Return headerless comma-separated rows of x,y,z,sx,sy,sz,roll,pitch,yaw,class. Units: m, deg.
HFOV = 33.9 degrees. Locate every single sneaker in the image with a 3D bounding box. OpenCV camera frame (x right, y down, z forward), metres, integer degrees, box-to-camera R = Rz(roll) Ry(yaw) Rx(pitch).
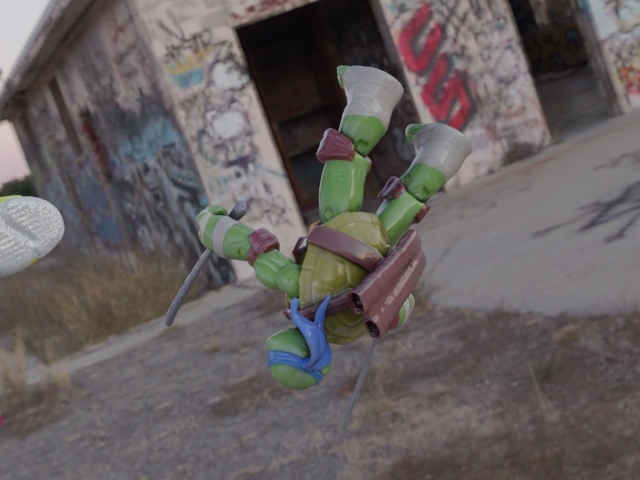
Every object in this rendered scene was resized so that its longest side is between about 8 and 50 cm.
-0.417,0.015,1.195,0.240,0.091,0.126,-22,6,-29,sneaker

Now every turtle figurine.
0.000,0.000,0.917,0.266,0.197,0.275,-62,-6,-14,turtle figurine
